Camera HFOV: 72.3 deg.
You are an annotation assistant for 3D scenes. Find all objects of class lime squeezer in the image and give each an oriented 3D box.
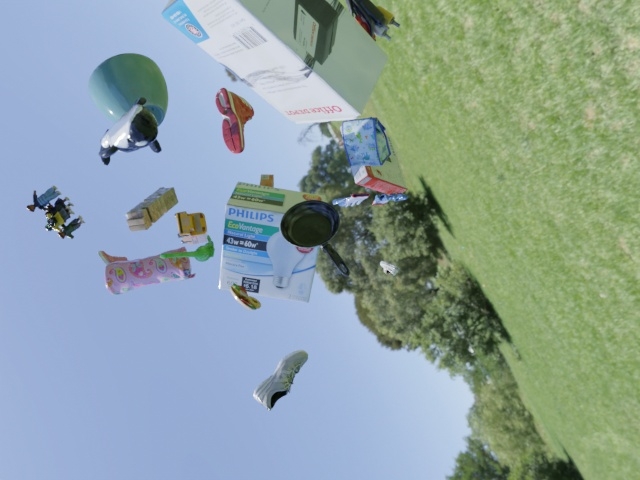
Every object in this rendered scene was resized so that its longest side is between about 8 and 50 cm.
[{"bbox_3d":[-0.414,0.035,1.512,0.310,0.109,0.059,-44,-49,-72],"label":"lime squeezer"}]

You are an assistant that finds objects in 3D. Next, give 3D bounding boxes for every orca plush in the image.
[{"bbox_3d":[-0.405,-0.208,0.954,0.102,0.287,0.151,38,-126,-32],"label":"orca plush"}]

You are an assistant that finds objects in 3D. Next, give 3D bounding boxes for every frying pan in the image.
[{"bbox_3d":[0.017,-0.021,1.396,0.326,0.197,0.053,30,154,27],"label":"frying pan"}]

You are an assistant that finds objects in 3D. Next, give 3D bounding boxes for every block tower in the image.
[{"bbox_3d":[-0.811,-0.161,2.133,0.336,0.097,0.091,-72,-26,-60],"label":"block tower"}]

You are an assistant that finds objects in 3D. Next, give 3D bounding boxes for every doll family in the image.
[{"bbox_3d":[-0.873,-0.088,1.435,0.193,0.111,0.076,51,179,15],"label":"doll family"}]

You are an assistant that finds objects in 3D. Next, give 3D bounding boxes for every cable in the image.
[{"bbox_3d":[0.092,-0.664,1.233,0.287,0.139,0.072,43,177,-11],"label":"cable"}]

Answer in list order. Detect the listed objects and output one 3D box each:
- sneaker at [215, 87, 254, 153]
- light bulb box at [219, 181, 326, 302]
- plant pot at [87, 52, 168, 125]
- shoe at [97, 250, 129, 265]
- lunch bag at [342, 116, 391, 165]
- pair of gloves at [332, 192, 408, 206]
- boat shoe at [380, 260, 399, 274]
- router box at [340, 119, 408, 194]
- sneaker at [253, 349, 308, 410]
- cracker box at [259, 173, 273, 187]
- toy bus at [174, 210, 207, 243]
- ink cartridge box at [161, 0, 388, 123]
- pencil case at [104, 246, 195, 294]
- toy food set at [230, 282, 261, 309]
[{"bbox_3d":[-0.253,-0.382,1.417,0.128,0.087,0.222,-4,-102,-51],"label":"sneaker"},{"bbox_3d":[-0.179,0.005,1.662,0.225,0.357,0.362,-88,8,-62],"label":"light bulb box"},{"bbox_3d":[-0.709,-0.534,1.690,0.196,0.290,0.290,55,-169,19],"label":"plant pot"},{"bbox_3d":[-0.884,0.092,1.904,0.178,0.081,0.063,43,162,13],"label":"shoe"},{"bbox_3d":[0.146,-0.327,1.431,0.096,0.128,0.151,-53,-48,-37],"label":"lunch bag"},{"bbox_3d":[0.135,-0.112,1.218,0.159,0.198,0.023,162,104,-78],"label":"pair of gloves"},{"bbox_3d":[0.223,0.095,1.451,0.035,0.035,0.100,34,174,-27],"label":"boat shoe"},{"bbox_3d":[0.260,-0.400,2.123,0.301,0.082,0.336,10,-123,-41],"label":"router box"},{"bbox_3d":[-0.141,0.579,1.806,0.115,0.281,0.105,36,170,42],"label":"sneaker"},{"bbox_3d":[-0.255,-0.179,2.092,0.156,0.067,0.233,-95,6,-56],"label":"cracker box"},{"bbox_3d":[-0.598,-0.056,2.048,0.332,0.130,0.108,144,116,-75],"label":"toy bus"},{"bbox_3d":[-0.072,-0.341,0.733,0.307,0.129,0.223,32,171,-36],"label":"ink cartridge box"},{"bbox_3d":[-0.586,0.107,1.512,0.124,0.283,0.124,168,90,-87],"label":"pencil case"},{"bbox_3d":[-0.177,0.132,1.020,0.083,0.020,0.082,45,-178,11],"label":"toy food set"}]
